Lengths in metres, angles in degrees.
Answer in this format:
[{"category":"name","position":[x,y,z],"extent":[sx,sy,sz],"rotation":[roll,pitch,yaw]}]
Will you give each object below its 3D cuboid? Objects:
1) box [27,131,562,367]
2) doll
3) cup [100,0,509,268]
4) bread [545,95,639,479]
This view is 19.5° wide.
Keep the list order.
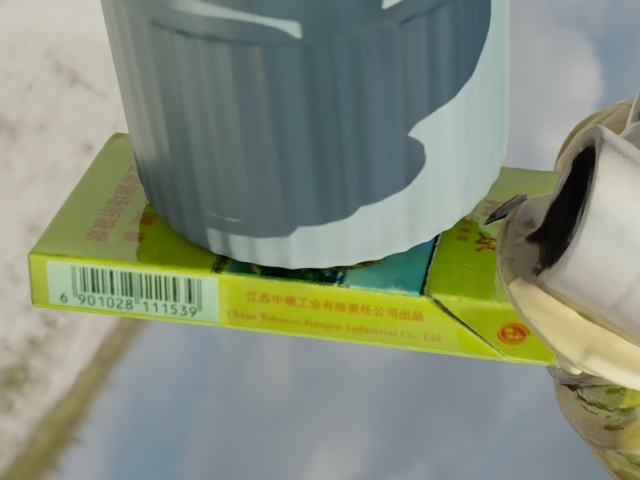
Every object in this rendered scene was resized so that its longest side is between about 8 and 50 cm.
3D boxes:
[{"category":"box","position":[0.000,0.000,1.207],"extent":[0.187,0.335,0.047],"rotation":[-67,161,-60]},{"category":"doll","position":[0.171,-0.037,0.875],"extent":[0.208,0.144,0.271],"rotation":[-61,174,-6]},{"category":"cup","position":[-0.023,-0.190,1.143],"extent":[0.331,0.257,0.311],"rotation":[-121,-161,-49]},{"category":"bread","position":[0.267,0.047,1.505],"extent":[0.160,0.333,0.333],"rotation":[-8,-130,36]}]
